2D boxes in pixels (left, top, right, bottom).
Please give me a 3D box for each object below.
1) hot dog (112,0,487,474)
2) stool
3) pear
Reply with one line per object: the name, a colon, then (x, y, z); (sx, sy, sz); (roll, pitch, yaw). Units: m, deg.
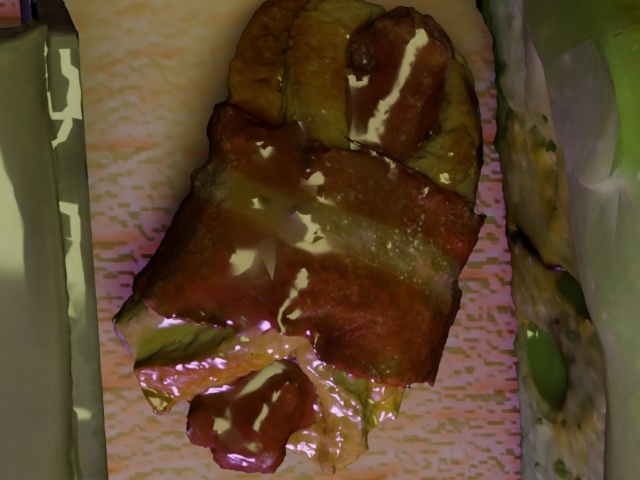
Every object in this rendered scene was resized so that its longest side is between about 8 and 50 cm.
hot dog: (0.000, 0.000, 0.806); (0.146, 0.103, 0.213); (17, 99, -14)
stool: (-0.209, -0.005, 0.681); (0.243, 0.270, 0.170); (-4, 105, -9)
pear: (0.207, 0.041, 0.737); (0.238, 0.318, 0.343); (-11, 109, -13)
